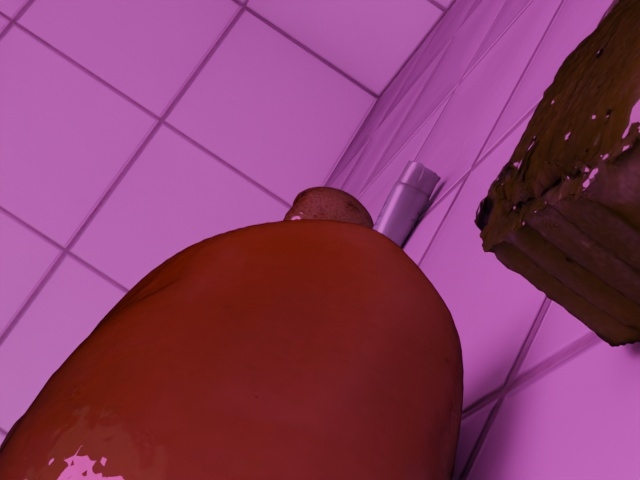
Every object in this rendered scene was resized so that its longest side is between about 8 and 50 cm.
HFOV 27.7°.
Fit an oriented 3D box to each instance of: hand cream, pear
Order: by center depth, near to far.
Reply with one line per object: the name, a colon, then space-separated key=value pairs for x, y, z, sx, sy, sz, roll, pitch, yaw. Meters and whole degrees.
hand cream: x=0.085 y=-0.004 z=1.657 sx=0.205 sy=0.050 sz=0.078 roll=-61 pitch=7 yaw=-4
pear: x=0.000 y=0.000 z=1.945 sx=0.167 sy=0.136 sz=0.167 roll=-56 pitch=-1 yaw=-1

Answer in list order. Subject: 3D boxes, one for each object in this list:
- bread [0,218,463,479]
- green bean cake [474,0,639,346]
bread: x=-0.075 y=0.170 z=0.839 sx=0.348 sy=0.253 sz=0.376 roll=-58 pitch=1 yaw=35
green bean cake: x=0.178 y=-0.061 z=0.629 sx=0.200 sy=0.113 sz=0.214 roll=-58 pitch=4 yaw=-17
